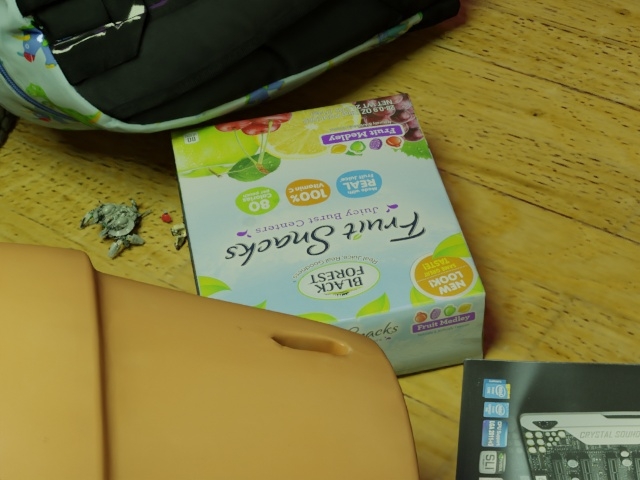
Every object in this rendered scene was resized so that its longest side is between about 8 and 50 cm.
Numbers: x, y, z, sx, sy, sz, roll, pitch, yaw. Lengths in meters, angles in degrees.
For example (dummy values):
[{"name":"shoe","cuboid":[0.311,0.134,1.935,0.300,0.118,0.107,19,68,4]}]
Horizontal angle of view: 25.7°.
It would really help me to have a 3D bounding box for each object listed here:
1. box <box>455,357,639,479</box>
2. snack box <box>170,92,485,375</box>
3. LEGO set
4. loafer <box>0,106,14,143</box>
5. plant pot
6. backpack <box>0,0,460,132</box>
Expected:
[{"name":"box","cuboid":[0.183,0.201,0.697,0.242,0.076,0.307,1,45,11]},{"name":"snack box","cuboid":[0.000,0.000,0.933,0.175,0.070,0.207,-11,46,-6]},{"name":"LEGO set","cuboid":[-0.135,-0.015,1.007,0.083,0.023,0.054,-9,44,1]},{"name":"loafer","cuboid":[-0.286,-0.134,1.107,0.092,0.102,0.268,9,38,20]},{"name":"plant pot","cuboid":[-0.073,0.144,0.680,0.204,0.291,0.291,0,43,-13]},{"name":"backpack","cuboid":[-0.101,-0.214,1.015,0.273,0.290,0.355,2,34,40]}]
